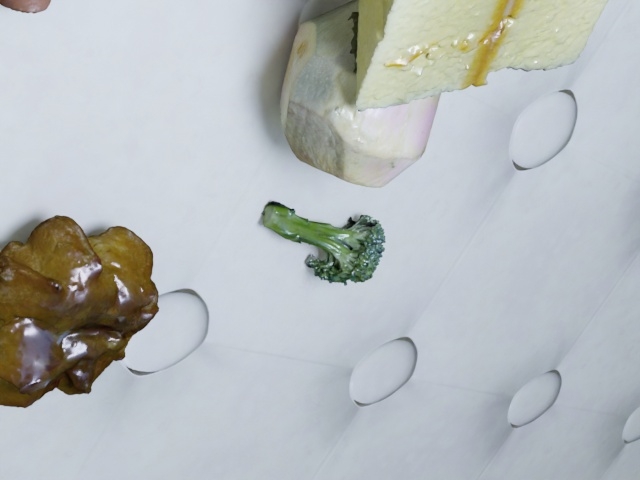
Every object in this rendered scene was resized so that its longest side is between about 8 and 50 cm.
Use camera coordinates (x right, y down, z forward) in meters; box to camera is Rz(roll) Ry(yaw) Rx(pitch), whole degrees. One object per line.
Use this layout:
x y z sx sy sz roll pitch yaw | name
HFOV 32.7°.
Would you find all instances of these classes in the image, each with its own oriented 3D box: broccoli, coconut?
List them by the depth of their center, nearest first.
0.053 -0.188 1.370 0.197 0.237 0.237 14 118 -6 | coconut
0.001 -0.002 1.578 0.204 0.122 0.118 22 92 -32 | broccoli

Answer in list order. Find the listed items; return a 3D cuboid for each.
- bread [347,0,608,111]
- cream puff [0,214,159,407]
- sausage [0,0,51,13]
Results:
0.182 -0.393 1.279 0.345 0.405 0.242 -5 152 -17 | bread
-0.324 0.091 1.337 0.269 0.155 0.241 -56 144 2 | cream puff
-0.303 -0.355 1.043 0.078 0.078 0.304 -24 135 -23 | sausage
